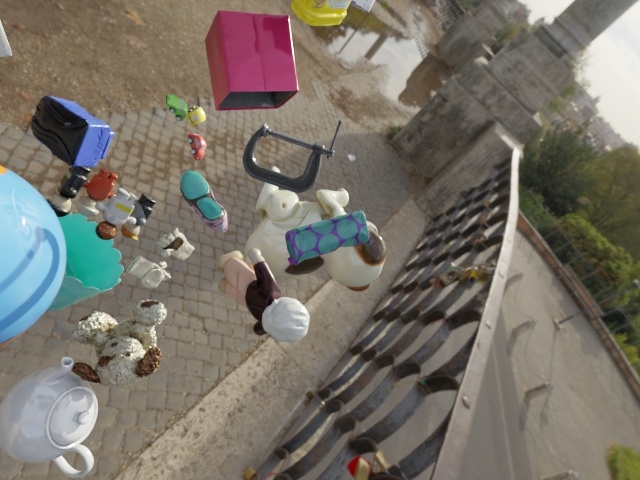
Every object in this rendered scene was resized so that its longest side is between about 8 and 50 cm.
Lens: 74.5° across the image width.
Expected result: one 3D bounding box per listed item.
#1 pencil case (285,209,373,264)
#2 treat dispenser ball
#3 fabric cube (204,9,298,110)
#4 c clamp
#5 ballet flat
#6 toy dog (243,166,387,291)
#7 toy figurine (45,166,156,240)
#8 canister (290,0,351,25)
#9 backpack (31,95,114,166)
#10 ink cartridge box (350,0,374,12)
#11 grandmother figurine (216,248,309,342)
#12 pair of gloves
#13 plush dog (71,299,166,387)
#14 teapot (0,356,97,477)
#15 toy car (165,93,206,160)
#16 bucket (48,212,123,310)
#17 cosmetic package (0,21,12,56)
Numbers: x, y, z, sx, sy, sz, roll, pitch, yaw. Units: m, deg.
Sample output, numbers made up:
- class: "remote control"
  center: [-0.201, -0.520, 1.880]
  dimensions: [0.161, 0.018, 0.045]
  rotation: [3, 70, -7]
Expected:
- class: "pencil case"
  center: [0.013, -0.005, 0.751]
  dimensions: [0.151, 0.070, 0.065]
  rotation: [-16, 56, -16]
- class: "treat dispenser ball"
  center: [-0.509, 0.021, 0.566]
  dimensions: [0.288, 0.288, 0.288]
  rotation: [28, 38, -24]
- class: "fabric cube"
  center: [-0.249, -0.626, 1.505]
  dimensions: [0.258, 0.254, 0.258]
  rotation: [-9, 95, -24]
- class: "c clamp"
  center: [-0.054, -0.157, 0.736]
  dimensions: [0.160, 0.137, 0.022]
  rotation: [14, 10, 6]
- class: "ballet flat"
  center: [-0.301, -0.091, 1.081]
  dimensions: [0.076, 0.079, 0.221]
  rotation: [-26, 52, -23]
- class: "toy dog"
  center: [0.000, 0.000, 1.264]
  dimensions: [0.407, 0.285, 0.395]
  rotation: [15, 39, 0]
- class: "toy figurine"
  center: [-0.570, -0.092, 1.109]
  dimensions: [0.209, 0.148, 0.213]
  rotation: [32, 1, -4]
- class: "canister"
  center: [0.031, -0.505, 0.796]
  dimensions: [0.126, 0.170, 0.073]
  rotation: [-30, 79, -41]
- class: "backpack"
  center: [-0.459, -0.200, 0.778]
  dimensions: [0.120, 0.098, 0.101]
  rotation: [32, 11, 6]
- class: "ink cartridge box"
  center: [0.099, -0.891, 1.280]
  dimensions: [0.151, 0.396, 0.270]
  rotation: [41, 28, 25]
- class: "grandmother figurine"
  center: [-0.135, 0.120, 0.941]
  dimensions: [0.104, 0.208, 0.342]
  rotation: [-20, 27, -28]
- class: "pair of gloves"
  center: [-0.594, 0.076, 1.599]
  dimensions: [0.042, 0.204, 0.240]
  rotation: [34, 71, 22]
- class: "plush dog"
  center: [-0.559, 0.320, 1.198]
  dimensions: [0.262, 0.211, 0.225]
  rotation: [-12, 30, -6]
- class: "teapot"
  center: [-0.691, 0.468, 1.115]
  dimensions: [0.256, 0.186, 0.253]
  rotation: [65, 30, -51]
- class: "toy car"
  center: [-0.469, -0.434, 1.499]
  dimensions: [0.225, 0.053, 0.239]
  rotation: [57, 22, -64]
- class: "bucket"
  center: [-0.782, 0.069, 1.297]
  dimensions: [0.281, 0.183, 0.281]
  rotation: [60, 10, -18]
- class: "cosmetic package"
  center: [-0.861, -0.518, 0.972]
  dimensions: [0.183, 0.152, 0.151]
  rotation: [-26, 58, -33]
